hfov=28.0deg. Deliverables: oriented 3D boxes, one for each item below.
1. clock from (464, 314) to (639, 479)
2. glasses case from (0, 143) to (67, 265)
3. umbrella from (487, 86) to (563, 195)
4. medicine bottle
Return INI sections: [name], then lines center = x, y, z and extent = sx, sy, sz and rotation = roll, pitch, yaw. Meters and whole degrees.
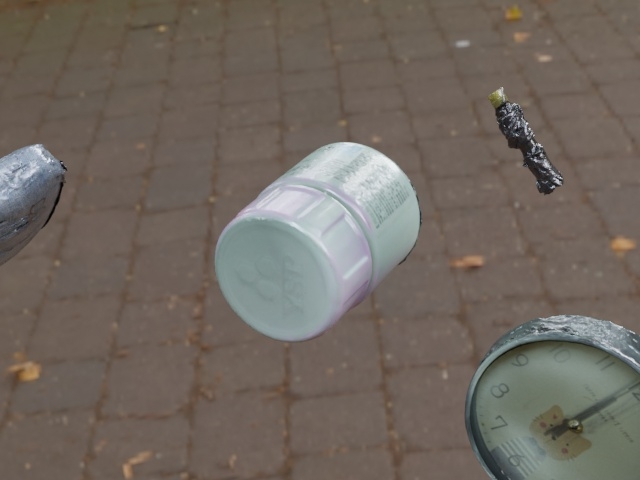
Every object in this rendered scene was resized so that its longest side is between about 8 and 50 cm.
[clock]
center = 0.249, 0.180, 1.241
extent = 0.226, 0.226, 0.049
rotation = 7, 28, 27
[glasses case]
center = -0.311, -0.024, 1.250
extent = 0.109, 0.067, 0.282
rotation = -37, -2, -22
[umbrella]
center = 0.251, -0.123, 1.585
extent = 0.040, 0.144, 0.037
rotation = -29, 5, 46
[medicine bottle]
center = 0.000, 0.000, 1.129
extent = 0.135, 0.135, 0.168
rotation = 6, 28, 26
